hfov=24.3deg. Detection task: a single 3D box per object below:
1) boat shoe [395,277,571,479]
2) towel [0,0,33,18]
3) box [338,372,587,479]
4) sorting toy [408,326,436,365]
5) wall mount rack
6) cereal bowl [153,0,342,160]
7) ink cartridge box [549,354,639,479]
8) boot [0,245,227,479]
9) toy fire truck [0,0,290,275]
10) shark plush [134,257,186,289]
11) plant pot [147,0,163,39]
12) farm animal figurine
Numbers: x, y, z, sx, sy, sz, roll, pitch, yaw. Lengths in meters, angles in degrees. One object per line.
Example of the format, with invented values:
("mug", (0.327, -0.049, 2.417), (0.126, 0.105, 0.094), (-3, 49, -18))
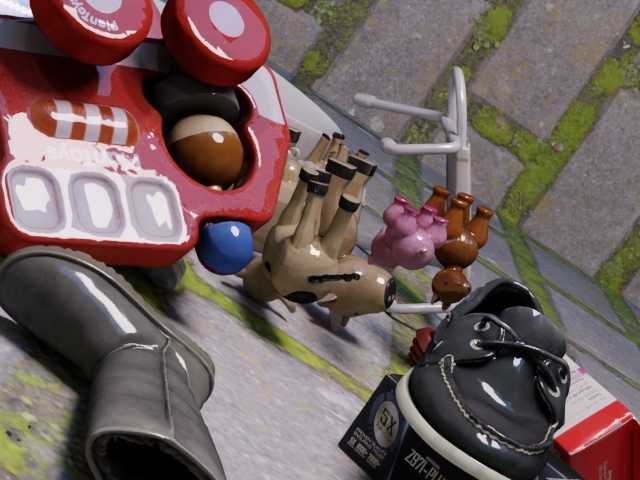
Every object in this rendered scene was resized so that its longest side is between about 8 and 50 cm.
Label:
("boat shoe", (0.146, 0.101, 1.189), (0.127, 0.113, 0.340), (34, 11, 4))
("towel", (-0.298, -0.235, 1.362), (0.243, 0.040, 0.336), (20, 62, -35))
("box", (0.127, 0.191, 1.256), (0.147, 0.077, 0.180), (40, 12, 31))
("sorting toy", (0.133, 0.137, 1.643), (0.102, 0.042, 0.061), (44, 24, -15))
("wall mount rack", (0.116, -0.055, 1.886), (0.131, 0.350, 0.304), (-1, 16, -2))
("cereal bowl", (-0.148, -0.169, 1.855), (0.339, 0.141, 0.339), (33, 10, -7))
("ink cartridge box", (0.223, 0.186, 1.397), (0.231, 0.078, 0.134), (44, -26, 45))
("boot", (-0.138, 0.094, 0.950), (0.190, 0.076, 0.208), (30, 18, -11))
("toy fire truck", (-0.155, -0.087, 1.260), (0.302, 0.169, 0.253), (6, 60, -38))
("shark plush", (-0.185, -0.018, 1.323), (0.161, 0.073, 0.067), (39, 41, -5))
("plant pot", (-0.246, -0.217, 1.542), (0.180, 0.201, 0.201), (49, 10, -2))
("farm animal figurine", (0.000, 0.000, 1.529), (0.327, 0.172, 0.330), (30, 15, 35))
